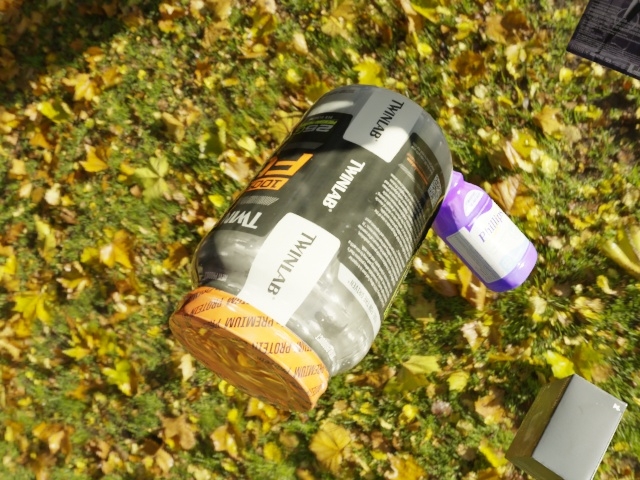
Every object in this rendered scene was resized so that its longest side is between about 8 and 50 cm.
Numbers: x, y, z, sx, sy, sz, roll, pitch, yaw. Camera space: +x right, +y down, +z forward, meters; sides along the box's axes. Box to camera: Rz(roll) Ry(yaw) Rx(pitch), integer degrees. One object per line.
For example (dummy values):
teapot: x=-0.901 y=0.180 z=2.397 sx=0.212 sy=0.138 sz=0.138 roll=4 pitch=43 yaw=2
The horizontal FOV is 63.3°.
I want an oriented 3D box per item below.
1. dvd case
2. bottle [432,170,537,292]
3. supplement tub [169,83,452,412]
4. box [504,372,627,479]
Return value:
dvd case: x=0.495 y=-0.364 z=0.777 sx=0.164 sy=0.018 sz=0.221 roll=39 pitch=134 yaw=30
bottle: x=0.265 y=-0.038 z=0.939 sx=0.283 sy=0.118 sz=0.092 roll=47 pitch=148 yaw=-6
supplement tub: x=0.000 y=0.000 z=0.580 sx=0.207 sy=0.207 sz=0.338 roll=16 pitch=55 yaw=24
box: x=0.400 y=0.319 z=0.862 sx=0.093 sy=0.158 sz=0.156 roll=32 pitch=72 yaw=15
